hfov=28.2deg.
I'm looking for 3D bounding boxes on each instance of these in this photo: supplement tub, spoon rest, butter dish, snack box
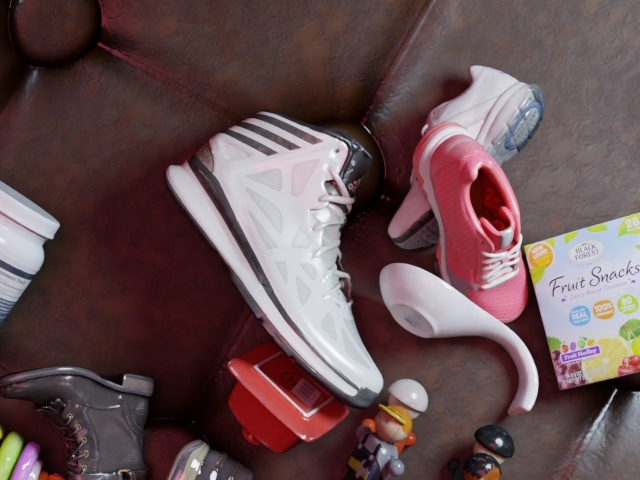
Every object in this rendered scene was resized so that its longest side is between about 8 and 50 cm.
[{"bbox_3d":[-0.520,0.043,1.829,0.191,0.191,0.272,34,88,11],"label":"supplement tub"},{"bbox_3d":[0.194,0.123,1.760,0.276,0.137,0.084,42,64,-6],"label":"spoon rest"},{"bbox_3d":[-0.066,0.237,1.777,0.160,0.160,0.118,41,112,12],"label":"butter dish"},{"bbox_3d":[0.389,0.084,1.733,0.174,0.070,0.207,-18,78,28],"label":"snack box"}]

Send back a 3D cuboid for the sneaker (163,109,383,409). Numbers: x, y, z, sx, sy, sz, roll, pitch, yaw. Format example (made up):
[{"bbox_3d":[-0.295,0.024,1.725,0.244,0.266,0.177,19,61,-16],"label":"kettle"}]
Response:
[{"bbox_3d":[0.000,-0.001,1.774,0.257,0.169,0.447,-38,77,3],"label":"sneaker"}]

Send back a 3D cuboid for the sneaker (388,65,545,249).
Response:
[{"bbox_3d":[0.190,-0.117,1.813,0.129,0.111,0.297,37,87,30],"label":"sneaker"}]

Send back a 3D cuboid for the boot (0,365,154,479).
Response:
[{"bbox_3d":[-0.334,0.295,1.767,0.263,0.091,0.229,10,77,-33],"label":"boot"}]

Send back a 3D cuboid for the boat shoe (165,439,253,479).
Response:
[{"bbox_3d":[-0.187,0.458,1.757,0.130,0.132,0.355,18,92,2],"label":"boat shoe"}]

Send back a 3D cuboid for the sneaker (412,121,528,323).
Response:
[{"bbox_3d":[0.216,-0.001,1.699,0.116,0.136,0.314,-30,119,-11],"label":"sneaker"}]

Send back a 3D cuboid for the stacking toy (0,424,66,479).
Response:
[{"bbox_3d":[-0.459,0.327,1.813,0.301,0.175,0.166,22,57,-5],"label":"stacking toy"}]

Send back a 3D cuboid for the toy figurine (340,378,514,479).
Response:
[{"bbox_3d":[0.145,0.292,1.693,0.213,0.209,0.148,30,98,9],"label":"toy figurine"}]
